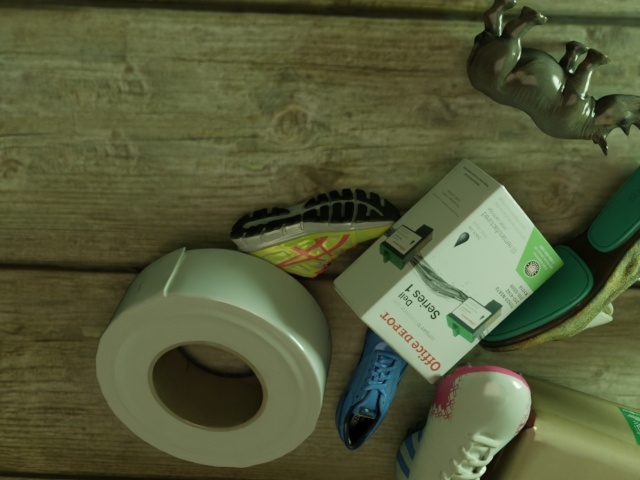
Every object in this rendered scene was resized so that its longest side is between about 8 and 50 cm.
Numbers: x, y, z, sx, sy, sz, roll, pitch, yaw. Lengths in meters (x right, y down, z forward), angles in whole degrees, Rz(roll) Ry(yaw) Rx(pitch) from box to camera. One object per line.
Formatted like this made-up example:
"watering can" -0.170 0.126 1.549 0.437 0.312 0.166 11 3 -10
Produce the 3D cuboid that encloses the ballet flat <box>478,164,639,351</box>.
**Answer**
"ballet flat" 0.345 0.035 1.034 0.123 0.123 0.348 40 108 -13

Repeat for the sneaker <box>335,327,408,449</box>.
"sneaker" 0.077 0.182 1.112 0.069 0.082 0.209 20 110 -4

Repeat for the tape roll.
"tape roll" -0.130 0.151 1.060 0.286 0.100 0.286 5 125 7

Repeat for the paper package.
"paper package" 0.349 0.369 1.135 0.324 0.168 0.310 19 111 -5

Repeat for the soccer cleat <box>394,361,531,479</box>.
"soccer cleat" 0.171 0.267 1.039 0.115 0.143 0.331 13 147 -3

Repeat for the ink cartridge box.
"ink cartridge box" 0.150 0.040 1.004 0.219 0.092 0.160 -44 123 4

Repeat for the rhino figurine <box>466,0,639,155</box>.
"rhino figurine" 0.275 -0.174 0.967 0.243 0.073 0.106 29 106 -11

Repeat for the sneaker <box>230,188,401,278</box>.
"sneaker" 0.000 0.000 1.048 0.208 0.081 0.094 -9 119 12
